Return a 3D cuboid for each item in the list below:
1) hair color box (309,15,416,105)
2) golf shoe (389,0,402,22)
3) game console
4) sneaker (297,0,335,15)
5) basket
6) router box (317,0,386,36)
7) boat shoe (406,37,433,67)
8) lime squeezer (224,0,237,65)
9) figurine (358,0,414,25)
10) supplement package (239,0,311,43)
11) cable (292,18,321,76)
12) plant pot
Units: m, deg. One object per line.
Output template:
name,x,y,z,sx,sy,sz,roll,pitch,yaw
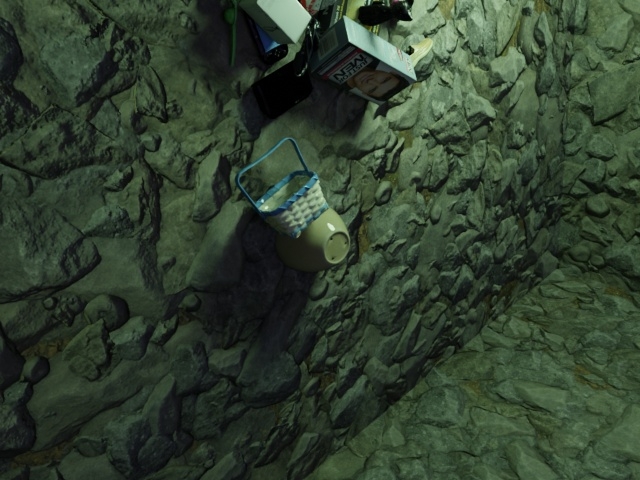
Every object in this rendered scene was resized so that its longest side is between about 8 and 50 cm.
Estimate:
hair color box,0.153,-0.626,1.879,0.374,0.185,0.114,9,63,-44
golf shoe,0.292,-0.887,1.978,0.186,0.067,0.086,19,62,-77
game console,-0.158,-0.597,1.721,0.213,0.043,0.362,-40,128,-25
sneaker,-0.010,-0.813,1.641,0.144,0.090,0.270,-28,169,-10
basket,-0.129,-0.167,1.795,0.254,0.201,0.289,-40,121,-21
router box,0.123,-0.852,1.857,0.242,0.081,0.309,3,103,-43
boat shoe,0.385,-0.766,2.143,0.190,0.068,0.072,-52,121,-15
lime squeezer,-0.290,-0.680,1.561,0.110,0.058,0.310,-45,131,-21
figurine,0.235,-0.835,1.761,0.092,0.209,0.215,-12,113,-39
supplement package,-0.136,-0.696,1.602,0.179,0.105,0.105,34,82,-42
cable,-0.031,-0.626,1.698,0.151,0.047,0.185,-58,174,-43
plant pot,0.000,0.000,1.980,0.284,0.190,0.284,-16,115,-38
